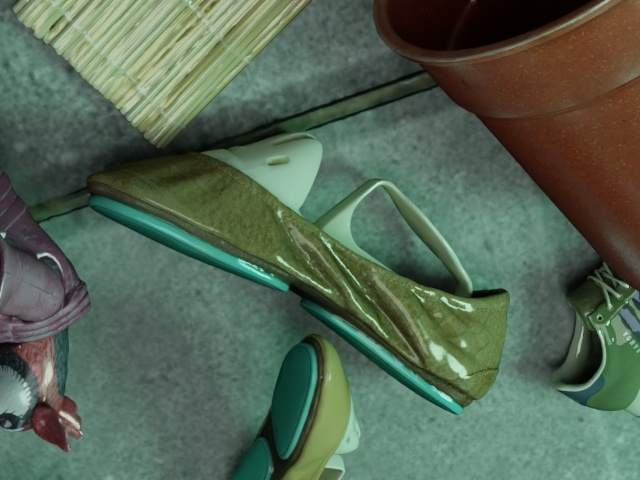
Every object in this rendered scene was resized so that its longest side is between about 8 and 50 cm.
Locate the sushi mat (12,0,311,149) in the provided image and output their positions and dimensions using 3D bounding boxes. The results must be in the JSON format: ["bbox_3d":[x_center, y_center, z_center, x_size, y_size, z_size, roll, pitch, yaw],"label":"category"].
[{"bbox_3d":[-0.053,-0.219,1.317,0.151,0.019,0.316,42,100,-19],"label":"sushi mat"}]

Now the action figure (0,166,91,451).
[{"bbox_3d":[-0.251,-0.024,1.274,0.276,0.248,0.370,-40,105,-26],"label":"action figure"}]

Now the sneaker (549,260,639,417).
[{"bbox_3d":[0.228,0.044,1.432,0.086,0.064,0.192,8,113,-16],"label":"sneaker"}]

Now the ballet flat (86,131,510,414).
[{"bbox_3d":[0.000,0.000,1.370,0.342,0.116,0.124,30,84,-18],"label":"ballet flat"}]

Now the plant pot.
[{"bbox_3d":[0.219,-0.120,1.279,0.272,0.272,0.265,-35,120,6],"label":"plant pot"}]

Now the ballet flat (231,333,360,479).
[{"bbox_3d":[-0.011,0.148,1.411,0.073,0.080,0.232,5,139,-21],"label":"ballet flat"}]
